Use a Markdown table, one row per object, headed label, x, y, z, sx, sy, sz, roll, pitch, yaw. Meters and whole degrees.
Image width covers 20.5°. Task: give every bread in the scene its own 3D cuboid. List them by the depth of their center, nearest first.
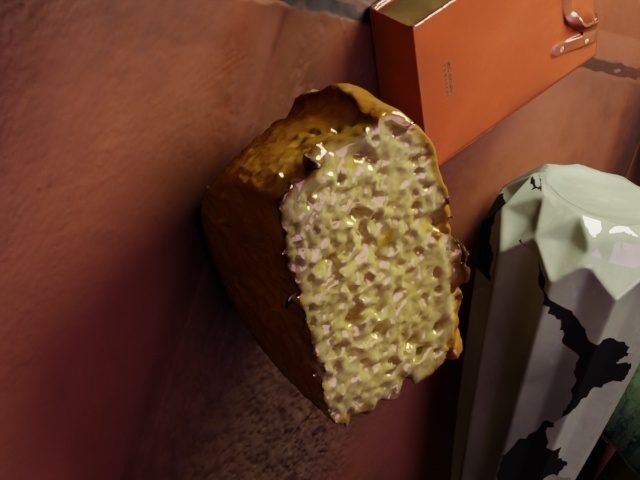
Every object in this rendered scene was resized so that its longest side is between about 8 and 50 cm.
| label | x | y | z | sx | sy | sz | roll | pitch | yaw |
| --- | --- | --- | --- | --- | --- | --- | --- | --- | --- |
| bread | 0.000 | 0.000 | 1.163 | 0.143 | 0.139 | 0.229 | -37 | 136 | -27 |

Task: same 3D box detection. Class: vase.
| label | x | y | z | sx | sy | sz | roll | pitch | yaw |
| --- | --- | --- | --- | --- | --- | --- | --- | --- | --- |
| vase | 0.176 | 0.122 | 1.447 | 0.165 | 0.165 | 0.360 | -13 | 126 | -46 |

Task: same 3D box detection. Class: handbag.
| label | x | y | z | sx | sy | sz | roll | pitch | yaw |
| --- | --- | --- | --- | --- | --- | --- | --- | --- | --- |
| handbag | 0.124 | -0.152 | 1.286 | 0.190 | 0.063 | 0.127 | -35 | 135 | -29 |

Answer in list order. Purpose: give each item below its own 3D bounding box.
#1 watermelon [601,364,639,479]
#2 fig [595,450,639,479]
| label | x | y | z | sx | sy | sz | roll | pitch | yaw |
| --- | --- | --- | --- | --- | --- | --- | --- | --- | --- |
| watermelon | 0.404 | 0.130 | 1.613 | 0.283 | 0.250 | 0.292 | -37 | 153 | 11 |
| fig | 0.293 | 0.341 | 1.672 | 0.314 | 0.233 | 0.233 | -72 | 157 | -45 |
